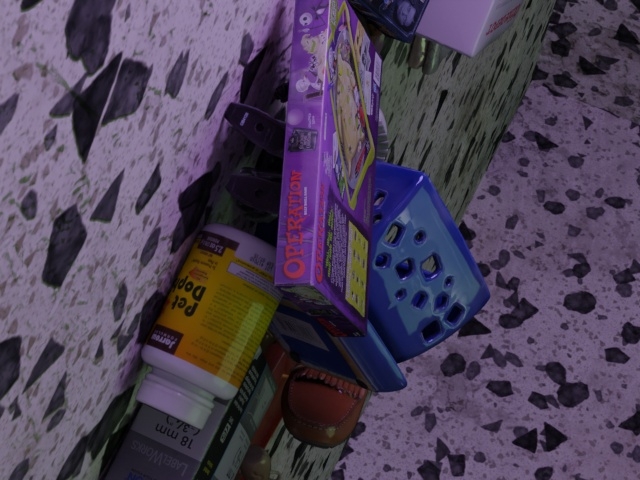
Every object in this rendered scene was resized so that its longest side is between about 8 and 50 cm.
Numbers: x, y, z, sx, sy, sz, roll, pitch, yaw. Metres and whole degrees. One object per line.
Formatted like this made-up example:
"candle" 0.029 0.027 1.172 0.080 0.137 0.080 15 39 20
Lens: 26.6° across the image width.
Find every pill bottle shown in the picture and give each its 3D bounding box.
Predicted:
"pill bottle" -0.122 0.097 1.508 0.117 0.117 0.215 69 45 -75

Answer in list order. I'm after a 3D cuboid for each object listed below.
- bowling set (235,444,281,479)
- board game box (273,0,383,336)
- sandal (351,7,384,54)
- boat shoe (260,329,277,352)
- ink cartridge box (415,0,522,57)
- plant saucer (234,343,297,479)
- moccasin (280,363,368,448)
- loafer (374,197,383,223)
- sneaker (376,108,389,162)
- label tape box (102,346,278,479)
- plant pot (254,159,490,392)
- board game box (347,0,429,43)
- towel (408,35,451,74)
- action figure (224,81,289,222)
"bowling set" -0.122 0.350 1.875 0.154 0.287 0.200 84 2 -53
"board game box" 0.013 -0.086 1.485 0.208 0.056 0.347 55 37 -66
"sandal" 0.079 -0.302 1.795 0.219 0.060 0.090 86 29 -63
"boat shoe" -0.070 0.118 1.957 0.064 0.060 0.178 83 32 -69
"ink cartridge box" 0.247 -0.485 1.915 0.285 0.166 0.395 -42 156 -63
"plant saucer" -0.088 0.241 2.170 0.259 0.047 0.258 101 16 -52
"moccasin" 0.037 0.189 2.168 0.380 0.139 0.147 -52 161 -54
"loafer" 0.000 0.000 1.910 0.319 0.112 0.111 -49 153 -42
"sneaker" 0.059 -0.149 2.017 0.235 0.090 0.095 93 5 -63
"label tape box" -0.177 0.282 1.668 0.240 0.106 0.334 78 37 -71
"plant pot" 0.038 0.045 1.716 0.212 0.236 0.236 -51 131 -21
"board game box" 0.111 -0.387 1.681 0.165 0.042 0.243 25 88 -58
"towel" 0.257 -0.475 2.327 0.332 0.053 0.317 -52 162 -56
"action figure" -0.041 -0.101 1.570 0.285 0.099 0.185 -26 132 -79
